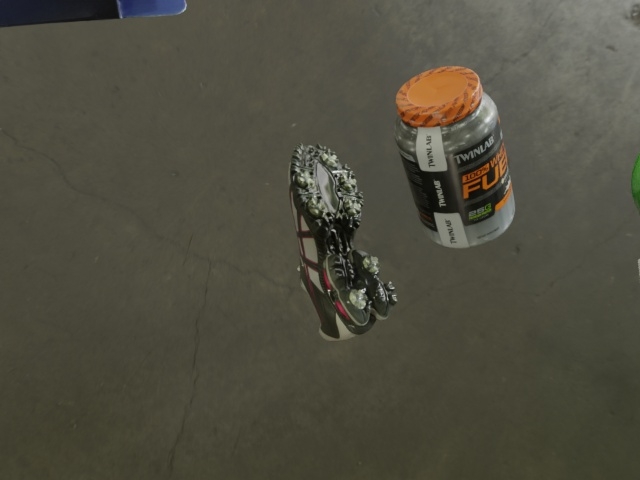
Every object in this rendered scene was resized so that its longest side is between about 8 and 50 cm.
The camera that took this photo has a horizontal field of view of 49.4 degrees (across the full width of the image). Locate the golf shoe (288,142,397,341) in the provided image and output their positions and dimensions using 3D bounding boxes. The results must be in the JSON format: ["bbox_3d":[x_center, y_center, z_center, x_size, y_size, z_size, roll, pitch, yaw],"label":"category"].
[{"bbox_3d":[0.000,0.000,0.916,0.105,0.120,0.273,1,62,-33],"label":"golf shoe"}]

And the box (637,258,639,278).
[{"bbox_3d":[0.300,0.056,0.508,0.087,0.101,0.102,3,81,-49],"label":"box"}]

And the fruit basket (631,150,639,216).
[{"bbox_3d":[0.329,0.044,0.284,0.392,0.392,0.283,-2,73,-8],"label":"fruit basket"}]

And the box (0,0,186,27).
[{"bbox_3d":[-0.200,-0.175,0.404,0.225,0.036,0.136,-9,56,-14],"label":"box"}]

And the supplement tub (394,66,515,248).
[{"bbox_3d":[0.153,-0.093,0.798,0.117,0.117,0.190,-29,129,-5],"label":"supplement tub"}]
